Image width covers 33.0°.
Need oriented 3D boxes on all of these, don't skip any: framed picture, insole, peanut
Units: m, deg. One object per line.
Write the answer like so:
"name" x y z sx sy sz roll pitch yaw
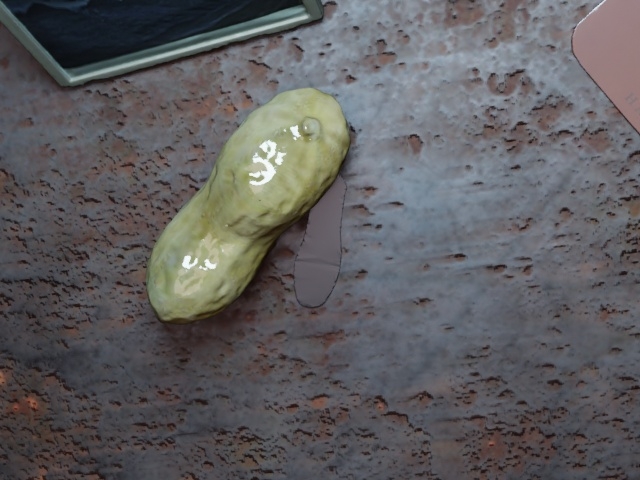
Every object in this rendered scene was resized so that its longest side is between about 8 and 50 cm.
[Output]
"framed picture" -0.144 -0.215 0.925 0.265 0.192 0.018 -14 65 11
"insole" 0.000 0.000 1.030 0.045 0.002 0.135 9 103 5
"peanut" -0.072 -0.028 0.982 0.101 0.117 0.263 46 108 18

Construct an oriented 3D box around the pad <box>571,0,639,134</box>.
"pad" 0.365 -0.137 0.947 0.181 0.004 0.267 -42 93 14
